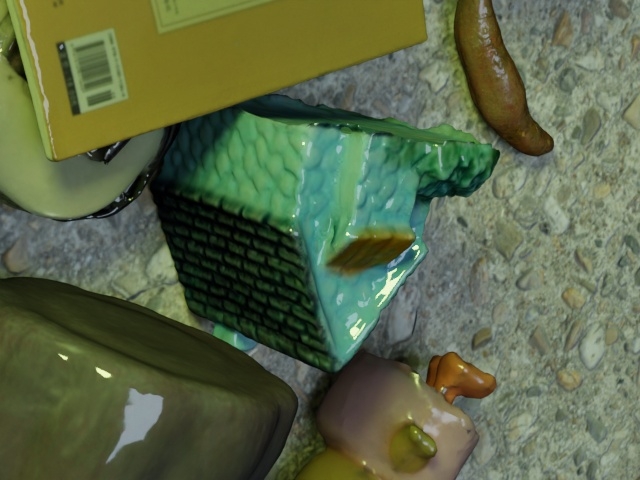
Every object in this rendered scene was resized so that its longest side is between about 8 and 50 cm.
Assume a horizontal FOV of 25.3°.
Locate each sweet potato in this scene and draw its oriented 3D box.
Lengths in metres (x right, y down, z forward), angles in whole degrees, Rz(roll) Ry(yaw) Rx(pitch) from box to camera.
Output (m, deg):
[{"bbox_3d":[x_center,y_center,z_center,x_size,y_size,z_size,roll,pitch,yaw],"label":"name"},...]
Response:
[{"bbox_3d":[0.188,-0.164,1.499,0.255,0.058,0.078,58,47,-37],"label":"sweet potato"}]

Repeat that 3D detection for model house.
[{"bbox_3d":[0.000,0.000,1.270,0.226,0.261,0.241,5,99,-37],"label":"model house"}]

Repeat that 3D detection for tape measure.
[{"bbox_3d":[-0.196,-0.154,1.165,0.231,0.133,0.271,41,75,-37],"label":"tape measure"}]

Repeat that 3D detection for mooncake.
[{"bbox_3d":[-0.178,0.138,1.169,0.306,0.306,0.154,22,95,-39],"label":"mooncake"}]

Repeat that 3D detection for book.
[{"bbox_3d":[-0.082,-0.242,1.148,0.389,0.032,0.269,-21,107,-33],"label":"book"}]

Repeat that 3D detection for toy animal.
[{"bbox_3d":[0.059,0.237,1.454,0.169,0.195,0.281,23,83,0],"label":"toy animal"}]
